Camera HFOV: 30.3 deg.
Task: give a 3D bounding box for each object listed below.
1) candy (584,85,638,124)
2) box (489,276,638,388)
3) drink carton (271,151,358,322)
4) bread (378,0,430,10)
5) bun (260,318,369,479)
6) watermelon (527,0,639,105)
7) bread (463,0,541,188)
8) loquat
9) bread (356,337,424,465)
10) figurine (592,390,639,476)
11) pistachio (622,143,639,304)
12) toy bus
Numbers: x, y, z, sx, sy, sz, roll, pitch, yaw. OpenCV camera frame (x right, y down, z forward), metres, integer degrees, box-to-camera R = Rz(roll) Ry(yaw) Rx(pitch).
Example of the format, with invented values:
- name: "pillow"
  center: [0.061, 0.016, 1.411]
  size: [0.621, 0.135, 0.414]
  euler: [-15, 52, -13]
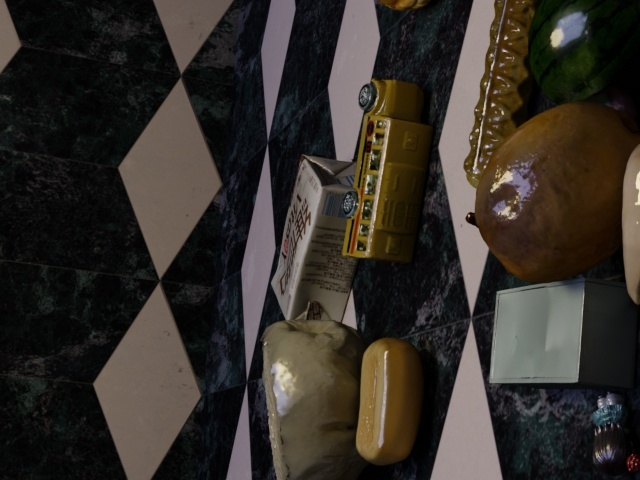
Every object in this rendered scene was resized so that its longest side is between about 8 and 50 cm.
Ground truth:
- name: "candy"
  center: [0.373, -0.150, 1.542]
  size: [0.103, 0.043, 0.103]
  euler: [-169, 90, -73]
- name: "box"
  center: [0.313, 0.125, 1.532]
  size: [0.225, 0.086, 0.129]
  euler: [160, 117, -70]
- name: "drink carton"
  center: [0.000, -0.001, 2.491]
  size: [0.194, 0.132, 0.324]
  euler: [-118, 39, -63]
- name: "bread"
  center: [0.159, -0.540, 2.258]
  size: [0.236, 0.120, 0.198]
  euler: [-128, 47, -67]
- name: "bun"
  center: [0.006, 0.310, 2.199]
  size: [0.360, 0.211, 0.359]
  euler: [175, 90, -83]
- name: "watermelon"
  center: [0.342, -0.281, 1.518]
  size: [0.204, 0.127, 0.232]
  euler: [-66, 7, -31]
- name: "bread"
  center: [0.286, -0.255, 1.805]
  size: [0.084, 0.077, 0.367]
  euler: [-152, 72, -73]
- name: "loquat"
  center: [0.297, -0.059, 1.438]
  size: [0.193, 0.238, 0.238]
  euler: [50, 152, 2]
- name: "bread"
  center: [0.124, 0.276, 2.022]
  size: [0.147, 0.098, 0.217]
  euler: [163, 112, -75]
- name: "figurine"
  center: [0.356, 0.233, 1.423]
  size: [0.060, 0.047, 0.106]
  euler: [-19, 48, 29]
- name: "pistachio"
  center: [0.396, -0.022, 1.313]
  size: [0.145, 0.117, 0.200]
  euler: [-17, -73, -70]
- name: "toy bus"
  center: [0.127, -0.126, 2.173]
  size: [0.123, 0.121, 0.335]
  euler: [14, 96, 63]
